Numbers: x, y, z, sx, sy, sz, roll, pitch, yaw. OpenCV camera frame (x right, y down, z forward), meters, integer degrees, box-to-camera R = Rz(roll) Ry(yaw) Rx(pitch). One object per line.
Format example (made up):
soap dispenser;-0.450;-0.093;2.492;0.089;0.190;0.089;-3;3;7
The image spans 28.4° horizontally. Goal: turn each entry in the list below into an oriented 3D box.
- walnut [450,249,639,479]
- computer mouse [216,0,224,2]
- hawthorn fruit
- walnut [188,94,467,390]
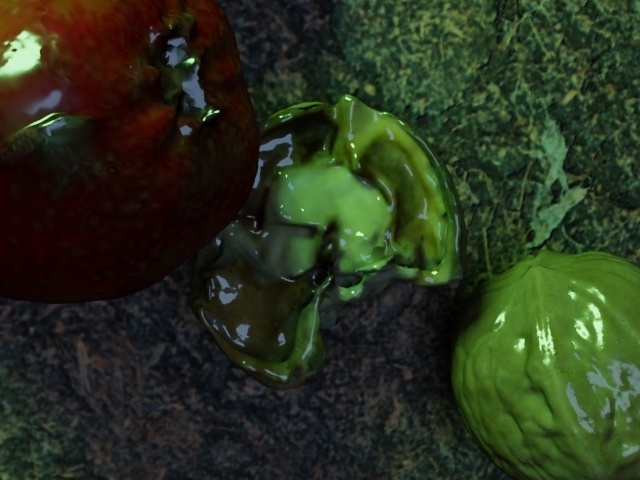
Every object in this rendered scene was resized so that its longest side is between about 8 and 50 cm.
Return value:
walnut;0.225;0.115;1.129;0.228;0.228;0.228;-4;103;-19
computer mouse;-0.115;-0.293;0.922;0.184;0.121;0.297;-52;135;-7
hawthorn fruit;-0.199;-0.074;0.917;0.265;0.307;0.265;29;50;-42
walnut;-0.009;-0.007;1.055;0.238;0.141;0.204;-32;98;-10
